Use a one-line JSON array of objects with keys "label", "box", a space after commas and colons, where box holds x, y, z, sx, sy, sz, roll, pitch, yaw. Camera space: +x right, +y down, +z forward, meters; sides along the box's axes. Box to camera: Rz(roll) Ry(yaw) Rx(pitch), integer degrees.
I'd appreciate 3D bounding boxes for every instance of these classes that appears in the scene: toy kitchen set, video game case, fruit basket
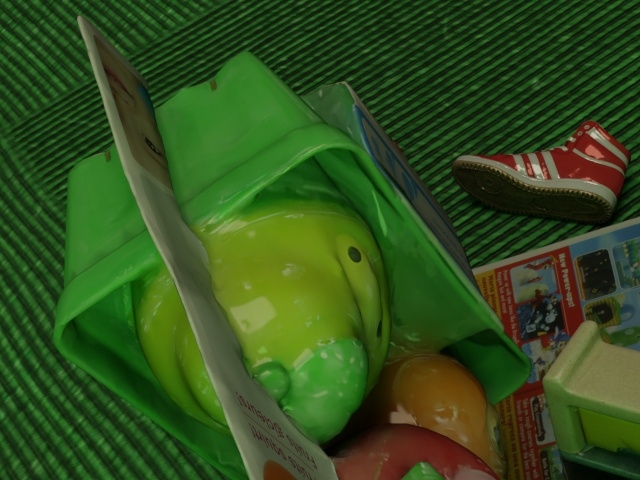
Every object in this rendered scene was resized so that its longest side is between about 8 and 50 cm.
[{"label": "toy kitchen set", "box": [0.146, 0.160, 0.645, 0.166, 0.122, 0.207, 12, 50, 37]}, {"label": "video game case", "box": [0.104, 0.091, 0.869, 0.285, 0.025, 0.204, -18, 39, 15]}, {"label": "fruit basket", "box": [0.032, 0.093, 0.644, 0.165, 0.327, 0.353, -38, 48, 4]}]

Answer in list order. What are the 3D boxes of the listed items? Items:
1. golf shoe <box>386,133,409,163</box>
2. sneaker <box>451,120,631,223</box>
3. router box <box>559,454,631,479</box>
[{"label": "golf shoe", "box": [0.000, 0.000, 1.010, 0.086, 0.067, 0.186, -26, 18, 35]}, {"label": "sneaker", "box": [0.154, -0.052, 1.021, 0.118, 0.042, 0.067, 14, 55, 25]}, {"label": "router box", "box": [0.199, 0.162, 0.695, 0.133, 0.046, 0.179, -23, 52, 18]}]
